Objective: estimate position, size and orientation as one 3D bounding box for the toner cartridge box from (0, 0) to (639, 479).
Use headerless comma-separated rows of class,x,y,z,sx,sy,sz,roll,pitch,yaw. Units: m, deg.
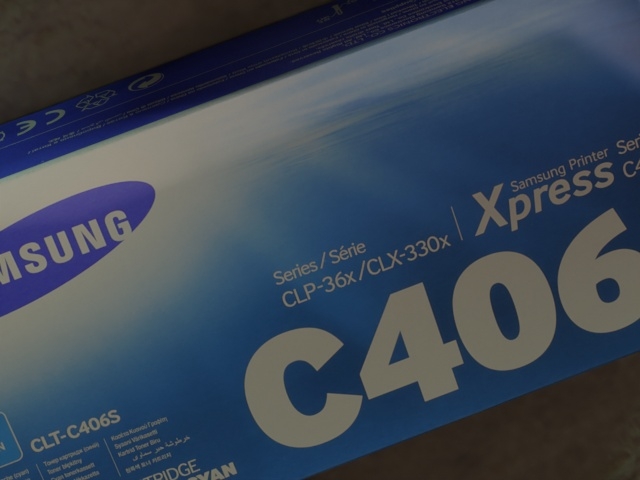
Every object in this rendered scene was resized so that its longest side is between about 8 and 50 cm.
toner cartridge box,0.000,0.000,0.735,0.347,0.075,0.165,-21,112,-1
